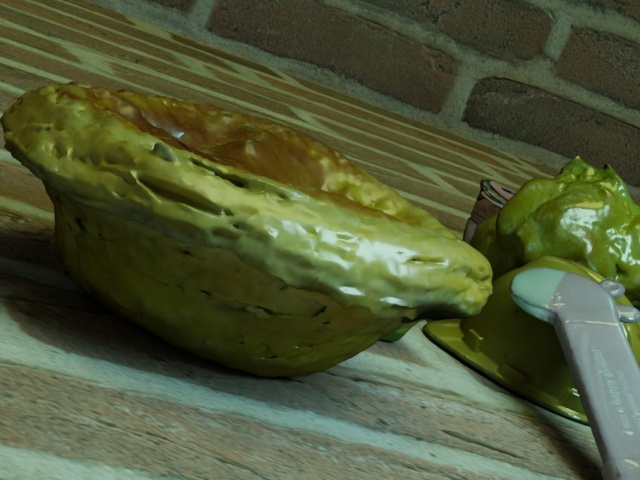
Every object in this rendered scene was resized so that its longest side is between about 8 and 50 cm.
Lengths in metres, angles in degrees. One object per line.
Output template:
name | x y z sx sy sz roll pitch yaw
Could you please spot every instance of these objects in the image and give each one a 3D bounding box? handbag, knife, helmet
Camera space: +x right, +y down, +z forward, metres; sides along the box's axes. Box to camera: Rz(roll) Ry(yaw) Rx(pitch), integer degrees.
handbag | 0.297 -0.003 2.281 0.179 0.116 0.205 15 14 -32
knife | 0.270 0.143 1.473 0.132 0.038 0.399 2 31 -8
helmet | 0.254 0.092 1.688 0.257 0.140 0.205 31 13 25

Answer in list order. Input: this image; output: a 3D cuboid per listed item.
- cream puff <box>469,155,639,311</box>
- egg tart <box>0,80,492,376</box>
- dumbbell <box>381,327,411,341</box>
cream puff | 0.311 0.012 1.843 0.281 0.185 0.282 9 -31 6
egg tart | -0.077 -0.002 1.339 0.443 0.178 0.443 20 10 -4
dumbbell | 0.000 0.000 1.668 0.121 0.108 0.302 14 14 -41
